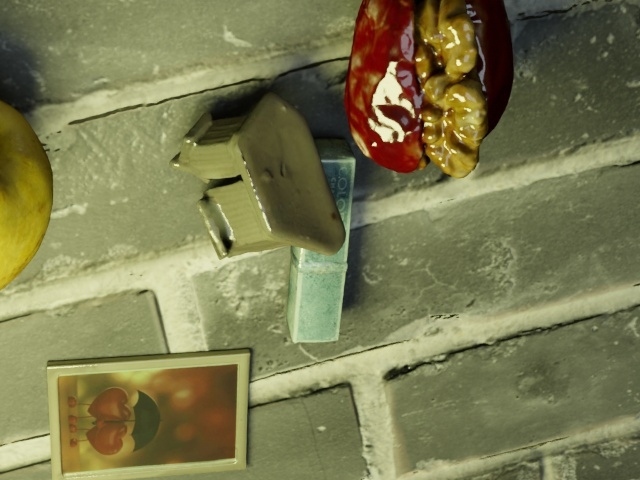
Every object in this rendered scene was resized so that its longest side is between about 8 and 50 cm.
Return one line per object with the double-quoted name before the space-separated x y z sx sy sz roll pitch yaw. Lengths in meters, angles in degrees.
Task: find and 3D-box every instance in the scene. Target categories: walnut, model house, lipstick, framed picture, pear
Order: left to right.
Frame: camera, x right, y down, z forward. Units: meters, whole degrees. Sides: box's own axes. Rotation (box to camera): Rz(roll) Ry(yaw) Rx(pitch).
"pear" -0.476 -0.045 1.766 0.314 0.314 0.314 -6 120 -10
"framed picture" -0.249 0.258 2.145 0.290 0.020 0.211 -3 120 -12
"model house" -0.095 -0.064 1.918 0.188 0.122 0.229 -12 107 37
"lipstick" 0.000 0.000 2.023 0.077 0.076 0.289 0 119 -10
"walnut" 0.138 -0.221 1.833 0.222 0.244 0.269 -10 120 -6
